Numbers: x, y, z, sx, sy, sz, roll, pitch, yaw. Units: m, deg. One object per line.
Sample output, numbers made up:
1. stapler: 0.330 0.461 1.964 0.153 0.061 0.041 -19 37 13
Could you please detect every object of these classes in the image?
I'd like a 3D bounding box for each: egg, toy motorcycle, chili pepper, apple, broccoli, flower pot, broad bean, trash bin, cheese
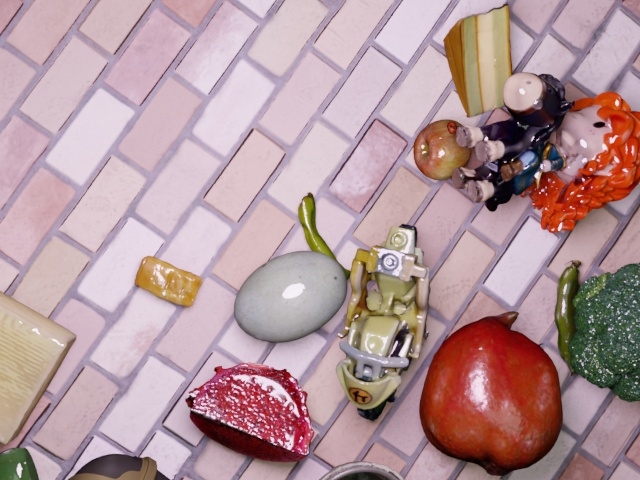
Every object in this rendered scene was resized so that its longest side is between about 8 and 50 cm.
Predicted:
1. egg: -0.060 0.112 1.442 0.236 0.169 0.169 -26 95 2
2. toy motorcycle: 0.127 0.165 1.442 0.168 0.237 0.411 11 89 15
3. chili pepper: 0.000 0.000 1.508 0.050 0.052 0.202 -24 97 29
4. apple: 0.254 -0.186 1.500 0.101 0.126 0.126 0 92 -27
5. broccoli: 0.659 0.184 1.508 0.265 0.245 0.295 25 80 33
6. flower pot: 0.070 0.549 1.485 0.235 0.140 0.236 0 93 -7
7. broad bean: 0.545 0.171 1.583 0.065 0.046 0.255 -2 91 -20
8. trash bin: -0.345 0.545 1.399 0.333 0.214 0.214 36 87 -12
9. cheese: -0.653 0.225 1.393 0.265 0.124 0.243 31 84 -6

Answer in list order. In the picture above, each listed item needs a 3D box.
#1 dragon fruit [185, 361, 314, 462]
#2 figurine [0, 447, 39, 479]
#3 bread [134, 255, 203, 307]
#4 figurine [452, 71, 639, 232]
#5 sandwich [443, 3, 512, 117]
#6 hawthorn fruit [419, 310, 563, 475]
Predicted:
1. dragon fruit: -0.144 0.351 1.456 0.261 0.163 0.189 22 117 -4
2. figurine: -0.672 0.510 1.406 0.234 0.127 0.185 -16 101 -17
3. bread: -0.310 0.084 1.467 0.132 0.053 0.074 26 88 -5
4. figurine: 0.456 -0.180 1.443 0.411 0.241 0.306 16 98 -28
5. sandwich: 0.343 -0.366 1.495 0.117 0.144 0.187 -19 93 -4
6. hawthorn fruit: 0.338 0.318 1.453 0.294 0.295 0.312 -18 93 -6
